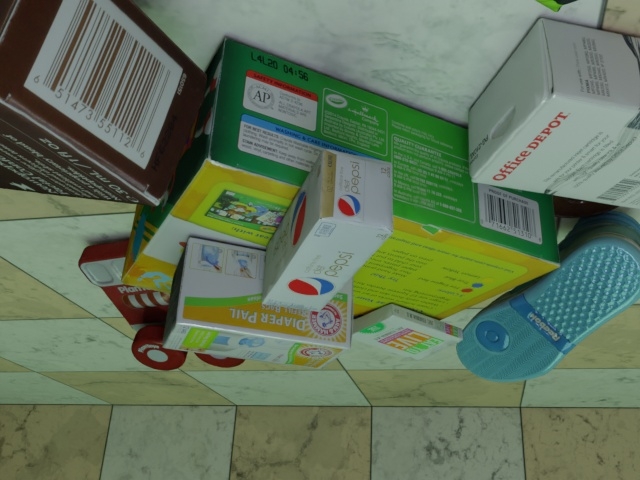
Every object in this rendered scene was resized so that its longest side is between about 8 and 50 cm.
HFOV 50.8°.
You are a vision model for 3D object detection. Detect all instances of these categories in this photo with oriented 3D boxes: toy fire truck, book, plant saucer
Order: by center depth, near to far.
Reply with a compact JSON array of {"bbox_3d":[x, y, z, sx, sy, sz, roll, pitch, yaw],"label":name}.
[{"bbox_3d":[0.349,-0.071,0.907,0.168,0.029,0.168,3,156,1],"label":"plant saucer"},{"bbox_3d":[0.124,0.132,0.982,0.144,0.035,0.096,21,145,-32],"label":"book"},{"bbox_3d":[-0.244,0.089,1.192,0.302,0.169,0.254,-7,135,19],"label":"toy fire truck"}]

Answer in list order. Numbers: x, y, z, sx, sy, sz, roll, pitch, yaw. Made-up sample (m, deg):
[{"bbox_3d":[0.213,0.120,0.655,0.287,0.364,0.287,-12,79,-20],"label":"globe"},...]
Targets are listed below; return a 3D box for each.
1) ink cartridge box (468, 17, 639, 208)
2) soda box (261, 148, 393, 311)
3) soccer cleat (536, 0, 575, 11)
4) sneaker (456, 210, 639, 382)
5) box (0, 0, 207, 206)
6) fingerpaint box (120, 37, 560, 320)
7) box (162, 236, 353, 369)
[{"bbox_3d":[0.298,-0.123,0.713,0.237,0.100,0.172,8,155,-12],"label":"ink cartridge box"},{"bbox_3d":[0.000,0.000,0.667,0.069,0.074,0.216,10,153,-15],"label":"soda box"},{"bbox_3d":[0.250,-0.237,0.537,0.179,0.060,0.072,-12,162,42],"label":"soccer cleat"},{"bbox_3d":[0.350,0.079,0.996,0.127,0.208,0.319,50,127,3],"label":"sneaker"},{"bbox_3d":[-0.317,-0.141,0.599,0.381,0.143,0.191,8,163,31],"label":"box"},{"bbox_3d":[0.010,-0.025,0.886,0.444,0.163,0.371,15,152,-23],"label":"fingerpaint box"},{"bbox_3d":[-0.072,0.080,0.802,0.203,0.103,0.114,11,154,-16],"label":"box"}]
